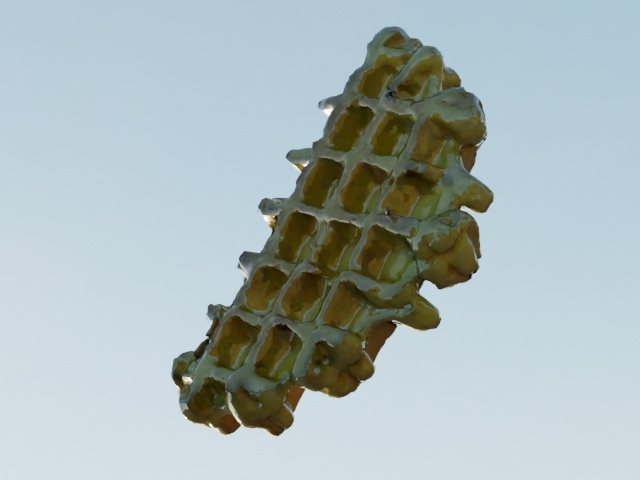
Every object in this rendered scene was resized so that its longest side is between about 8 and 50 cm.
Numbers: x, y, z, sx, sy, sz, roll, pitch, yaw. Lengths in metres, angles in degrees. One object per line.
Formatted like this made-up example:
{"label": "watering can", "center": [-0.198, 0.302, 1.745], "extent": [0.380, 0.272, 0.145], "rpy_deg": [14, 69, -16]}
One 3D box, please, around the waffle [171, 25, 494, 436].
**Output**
{"label": "waffle", "center": [0.000, 0.000, 0.886], "extent": [0.192, 0.160, 0.046], "rpy_deg": [-40, -50, 14]}
